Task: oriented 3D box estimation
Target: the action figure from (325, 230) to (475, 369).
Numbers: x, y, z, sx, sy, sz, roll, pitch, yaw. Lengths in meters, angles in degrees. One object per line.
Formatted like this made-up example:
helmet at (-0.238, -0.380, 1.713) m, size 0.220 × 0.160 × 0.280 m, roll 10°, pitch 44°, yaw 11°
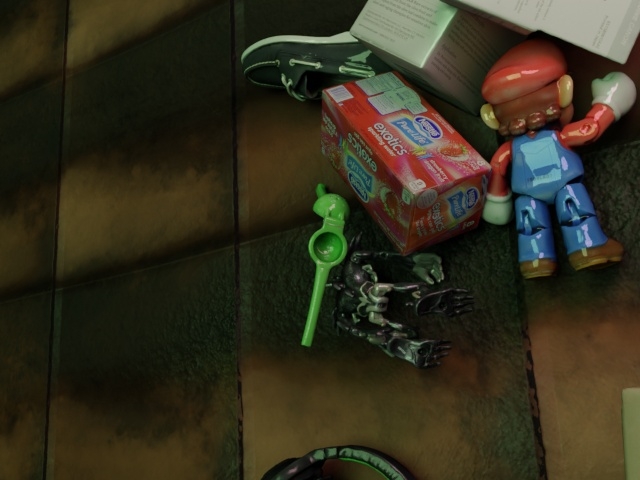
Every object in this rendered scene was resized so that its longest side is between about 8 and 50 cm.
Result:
action figure at (0.102, 0.088, 1.102) m, size 0.276 × 0.141 × 0.164 m, roll 31°, pitch 106°, yaw 62°

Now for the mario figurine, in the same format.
mario figurine at (0.314, -0.113, 1.038) m, size 0.198 × 0.170 × 0.320 m, roll -7°, pitch 82°, yaw -3°

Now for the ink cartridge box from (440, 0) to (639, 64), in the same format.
ink cartridge box at (0.309, -0.383, 0.945) m, size 0.239 × 0.060 × 0.275 m, roll 22°, pitch 99°, yaw -2°

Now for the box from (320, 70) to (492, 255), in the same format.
box at (0.112, -0.117, 1.108) m, size 0.128 × 0.122 × 0.256 m, roll -20°, pitch 50°, yaw -19°

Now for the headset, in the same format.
headset at (-0.025, 0.431, 1.123) m, size 0.395 × 0.185 × 0.243 m, roll -12°, pitch 74°, yaw 16°

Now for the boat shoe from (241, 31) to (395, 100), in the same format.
boat shoe at (-0.012, -0.280, 1.285) m, size 0.303 × 0.114 × 0.091 m, roll 0°, pitch 72°, yaw 35°

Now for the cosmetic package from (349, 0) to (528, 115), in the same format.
cosmetic package at (0.232, -0.388, 1.094) m, size 0.155 × 0.197 × 0.365 m, roll 37°, pitch 98°, yaw 36°

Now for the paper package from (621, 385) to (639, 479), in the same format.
paper package at (0.466, 0.300, 0.731) m, size 0.310 × 0.168 × 0.324 m, roll -9°, pitch 78°, yaw 44°

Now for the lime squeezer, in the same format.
lime squeezer at (0.000, 0.000, 1.149) m, size 0.110 × 0.059 × 0.310 m, roll -42°, pitch 32°, yaw 41°
